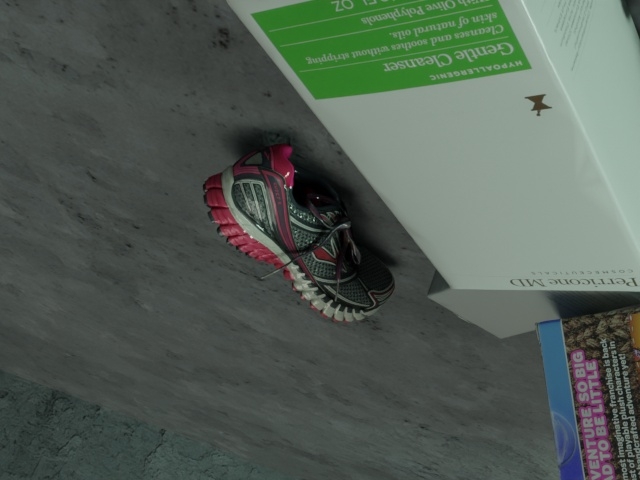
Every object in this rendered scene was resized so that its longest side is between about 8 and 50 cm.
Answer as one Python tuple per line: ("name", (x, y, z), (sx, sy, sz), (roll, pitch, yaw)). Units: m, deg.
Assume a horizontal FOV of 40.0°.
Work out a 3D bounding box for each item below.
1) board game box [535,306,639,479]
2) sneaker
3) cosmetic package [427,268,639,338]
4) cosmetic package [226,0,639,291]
("board game box", (0.379, 0.173, 0.831), (0.291, 0.232, 0.141), (-12, 167, 33))
("sneaker", (0.000, 0.000, 1.037), (0.112, 0.120, 0.299), (-32, 137, 23))
("cosmetic package", (0.230, 0.030, 0.942), (0.117, 0.085, 0.231), (30, 155, -18))
("cosmetic package", (0.125, -0.116, 0.659), (0.197, 0.155, 0.365), (-3, 144, 37))
